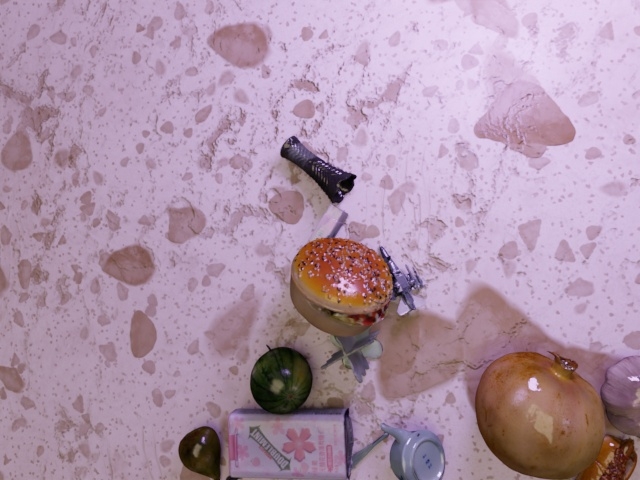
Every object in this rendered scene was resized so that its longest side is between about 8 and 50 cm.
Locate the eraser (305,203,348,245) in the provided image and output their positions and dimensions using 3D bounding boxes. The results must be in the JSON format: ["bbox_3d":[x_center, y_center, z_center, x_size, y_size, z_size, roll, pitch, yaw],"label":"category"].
[{"bbox_3d":[0.000,0.000,1.382,0.052,0.095,0.225,33,96,13],"label":"eraser"}]

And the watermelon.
[{"bbox_3d":[-0.119,0.411,1.361,0.187,0.214,0.188,-3,102,-17],"label":"watermelon"}]

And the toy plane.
[{"bbox_3d":[0.228,0.114,1.335,0.159,0.082,0.234,-20,84,-15],"label":"toy plane"}]

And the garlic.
[{"bbox_3d":[0.824,0.401,1.118,0.218,0.212,0.219,0,93,9],"label":"garlic"}]

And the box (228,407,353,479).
[{"bbox_3d":[-0.084,0.600,1.359,0.368,0.112,0.191,-2,86,8],"label":"box"}]

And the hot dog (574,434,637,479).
[{"bbox_3d":[0.743,0.619,1.198,0.102,0.076,0.249,30,96,16],"label":"hot dog"}]

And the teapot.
[{"bbox_3d":[0.260,0.619,1.291,0.158,0.159,0.232,-29,92,11],"label":"teapot"}]

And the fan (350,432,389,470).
[{"bbox_3d":[0.133,0.639,1.374,0.193,0.016,0.038,-42,82,10],"label":"fan"}]

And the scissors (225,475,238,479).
[{"bbox_3d":[-0.174,0.684,1.441,0.317,0.024,0.160,-34,82,9],"label":"scissors"}]

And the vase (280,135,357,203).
[{"bbox_3d":[-0.014,-0.223,1.395,0.237,0.115,0.116,39,97,17],"label":"vase"}]

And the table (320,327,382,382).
[{"bbox_3d":[0.089,0.310,1.300,0.166,0.198,0.167,0,88,13],"label":"table"}]

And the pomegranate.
[{"bbox_3d":[0.544,0.422,1.145,0.318,0.319,0.320,0,88,13],"label":"pomegranate"}]

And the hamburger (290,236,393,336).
[{"bbox_3d":[0.060,0.111,1.236,0.300,0.300,0.176,31,127,12],"label":"hamburger"}]

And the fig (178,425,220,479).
[{"bbox_3d":[-0.367,0.687,1.438,0.132,0.126,0.185,-27,79,-2],"label":"fig"}]
